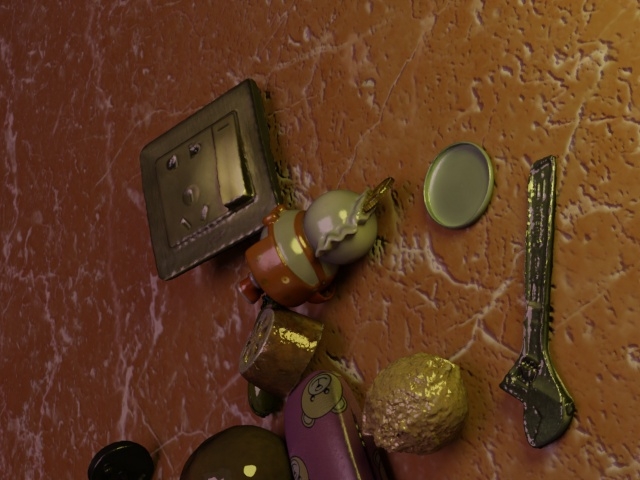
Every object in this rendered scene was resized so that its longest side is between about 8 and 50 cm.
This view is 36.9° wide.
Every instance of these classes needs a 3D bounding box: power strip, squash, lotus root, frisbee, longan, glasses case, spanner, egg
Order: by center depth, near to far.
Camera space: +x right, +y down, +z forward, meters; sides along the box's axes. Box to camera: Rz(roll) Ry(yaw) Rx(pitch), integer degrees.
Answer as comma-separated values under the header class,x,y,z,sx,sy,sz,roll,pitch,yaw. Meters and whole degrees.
class,x,y,z,sx,sy,sz,roll,pitch,yaw
spanner,0.243,0.064,1.061,0.093,0.026,0.325,-5,77,48
egg,0.111,0.192,1.118,0.140,0.118,0.116,-44,68,46
frisbee,0.170,-0.068,1.181,0.110,0.014,0.110,-15,70,47
glasses case,0.029,0.315,1.218,0.123,0.076,0.316,-45,51,37
lotus root,-0.053,0.151,1.311,0.122,0.081,0.112,-60,15,13
longan,-0.112,0.335,1.315,0.187,0.167,0.167,6,87,54
squash,-0.077,0.166,1.397,0.052,0.052,0.183,-5,75,49
power strip,-0.163,-0.088,1.515,0.251,0.092,0.257,-30,59,32

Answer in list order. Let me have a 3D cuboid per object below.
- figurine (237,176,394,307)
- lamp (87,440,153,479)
class,x,y,z,sx,sy,sz,roll,pitch,yaw
figurine,-0.008,-0.005,1.289,0.271,0.143,0.143,-53,47,30
lamp,-0.230,0.473,1.519,0.371,0.108,0.130,38,99,31
